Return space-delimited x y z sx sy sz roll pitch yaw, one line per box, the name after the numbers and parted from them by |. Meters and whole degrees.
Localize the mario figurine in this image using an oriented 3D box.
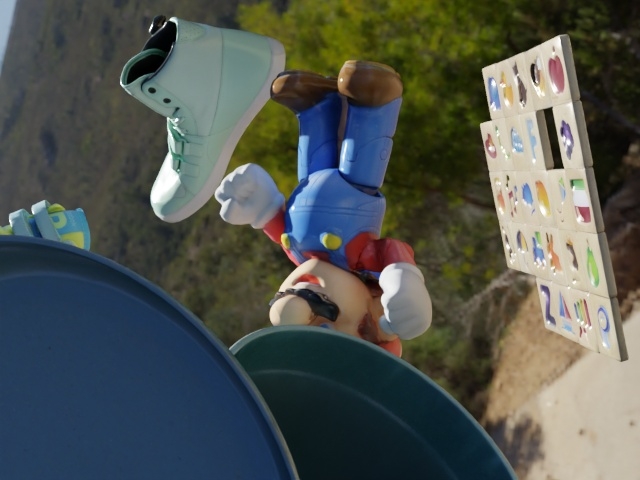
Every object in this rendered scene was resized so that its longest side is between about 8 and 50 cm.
0.000 0.000 1.005 0.198 0.170 0.321 164 107 -75 | mario figurine

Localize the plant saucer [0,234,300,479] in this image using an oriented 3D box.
-0.142 0.149 0.607 0.043 0.317 0.318 -27 -43 -65 | plant saucer

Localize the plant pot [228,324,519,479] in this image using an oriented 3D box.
-0.021 0.248 0.829 0.255 0.271 0.272 -54 23 28 | plant pot

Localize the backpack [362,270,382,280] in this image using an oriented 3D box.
0.031 0.078 1.344 0.098 0.120 0.101 77 180 -65 | backpack

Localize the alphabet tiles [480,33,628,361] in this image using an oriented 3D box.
0.152 -0.030 0.776 0.237 0.009 0.198 -146 44 -84 | alphabet tiles

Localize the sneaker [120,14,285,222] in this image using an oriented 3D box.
-0.162 -0.133 1.201 0.256 0.151 0.094 -55 38 31 | sneaker

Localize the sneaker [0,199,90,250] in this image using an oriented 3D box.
-0.394 -0.001 1.294 0.208 0.319 0.127 -37 49 9 | sneaker
